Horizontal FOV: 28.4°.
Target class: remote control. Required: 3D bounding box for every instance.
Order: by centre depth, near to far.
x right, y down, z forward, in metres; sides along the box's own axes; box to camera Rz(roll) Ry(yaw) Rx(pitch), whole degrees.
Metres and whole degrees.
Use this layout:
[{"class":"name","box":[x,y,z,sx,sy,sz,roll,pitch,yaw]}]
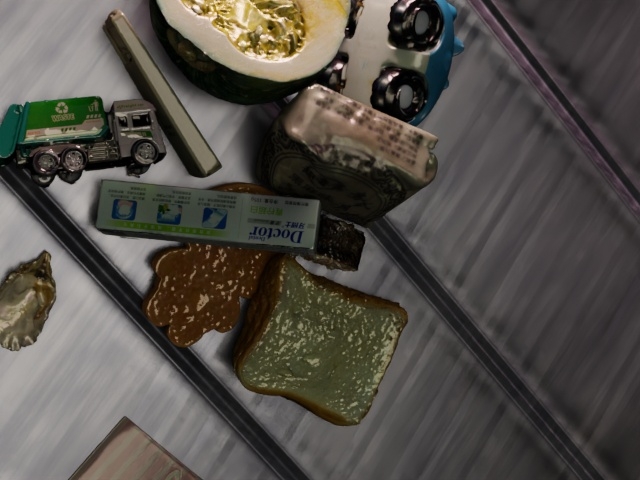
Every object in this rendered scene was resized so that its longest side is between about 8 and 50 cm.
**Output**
[{"class":"remote control","box":[-0.243,-0.223,1.926,0.038,0.123,0.285,-33,101,-12]}]

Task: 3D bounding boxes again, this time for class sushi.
[{"class":"sushi","box":[0.000,0.000,2.004,0.150,0.090,0.078,23,80,-33]}]

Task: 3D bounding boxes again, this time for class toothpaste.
[{"class":"toothpaste","box":[-0.169,-0.033,1.923,0.337,0.067,0.081,6,80,5]}]

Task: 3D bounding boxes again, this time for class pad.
[{"class":"pad","box":[-0.269,0.449,2.030,0.300,0.005,0.202,43,82,-15]}]

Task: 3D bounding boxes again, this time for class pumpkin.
[{"class":"pumpkin","box":[-0.119,-0.339,1.917,0.293,0.197,0.263,37,69,-8]}]

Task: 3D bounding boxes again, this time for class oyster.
[{"class":"oyster","box":[-0.462,0.097,1.926,0.122,0.045,0.146,-8,104,-19]}]

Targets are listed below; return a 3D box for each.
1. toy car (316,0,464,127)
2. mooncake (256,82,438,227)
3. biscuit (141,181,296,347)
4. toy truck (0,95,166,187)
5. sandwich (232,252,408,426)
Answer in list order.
[{"class":"toy car","box":[0.125,-0.288,2.000,0.190,0.188,0.255,9,96,-44]},{"class":"mooncake","box":[0.030,-0.119,1.944,0.254,0.250,0.136,23,69,-12]},{"class":"biscuit","box":[-0.159,0.037,2.008,0.202,0.044,0.288,40,84,-22]},{"class":"toy truck","box":[-0.366,-0.150,1.904,0.253,0.114,0.124,-9,86,-16]},{"class":"sandwich","box":[-0.004,0.164,2.025,0.251,0.087,0.226,24,93,-22]}]
